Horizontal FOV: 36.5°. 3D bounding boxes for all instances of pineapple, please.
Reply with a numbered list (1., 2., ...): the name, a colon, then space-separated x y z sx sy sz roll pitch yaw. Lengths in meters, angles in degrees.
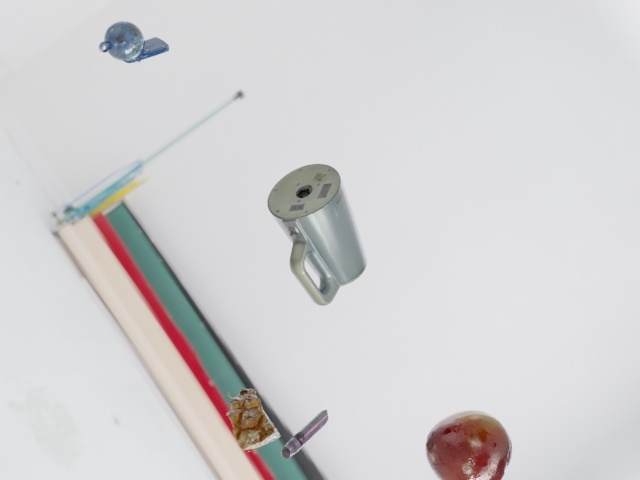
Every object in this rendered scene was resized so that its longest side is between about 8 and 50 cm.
1. pineapple: -0.112 0.318 1.699 0.116 0.069 0.137 59 -174 -35

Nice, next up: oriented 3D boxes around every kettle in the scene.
1. kettle: 0.000 0.000 2.018 0.243 0.159 0.211 63 -143 -38

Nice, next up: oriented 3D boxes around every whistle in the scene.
1. whistle: -0.033 0.440 2.203 0.033 0.033 0.176 56 -141 0
2. whistle: -0.389 -0.416 2.001 0.090 0.158 0.090 31 134 37

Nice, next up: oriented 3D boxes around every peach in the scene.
1. peach: 0.312 0.454 2.081 0.197 0.197 0.197 55 -175 -8
